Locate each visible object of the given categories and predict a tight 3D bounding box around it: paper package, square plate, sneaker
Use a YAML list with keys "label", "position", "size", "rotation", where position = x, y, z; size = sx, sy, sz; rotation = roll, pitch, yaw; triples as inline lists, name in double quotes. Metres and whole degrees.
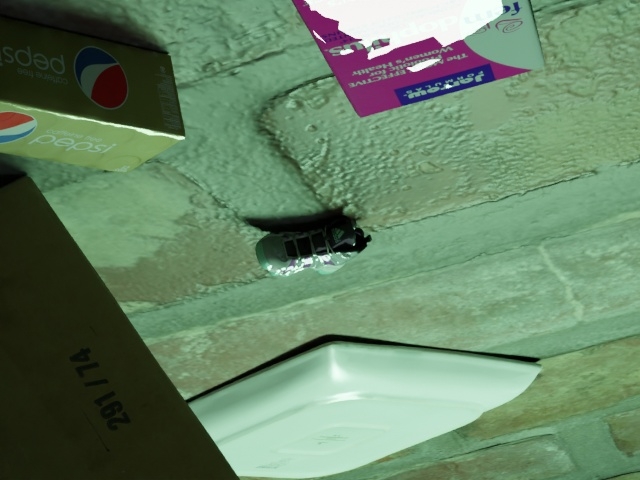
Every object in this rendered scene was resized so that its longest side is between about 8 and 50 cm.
- label: "paper package"
  position: [-0.238, 0.175, 1.314]
  size: [0.309, 0.325, 0.168]
  rotation: [-35, 178, -38]
- label: "square plate"
  position: [0.009, 0.191, 2.069]
  size: [0.344, 0.049, 0.347]
  rotation: [-27, 155, 37]
- label: "sneaker"
  position: [0.000, 0.000, 1.538]
  size: [0.069, 0.038, 0.098]
  rotation: [-29, 164, 38]

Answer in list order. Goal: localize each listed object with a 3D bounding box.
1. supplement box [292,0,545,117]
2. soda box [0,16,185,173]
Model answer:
- label: "supplement box"
  position: [0.039, -0.159, 0.984]
  size: [0.111, 0.114, 0.220]
  rotation: [-15, 163, 8]
- label: "soda box"
  position: [-0.168, -0.087, 1.150]
  size: [0.061, 0.058, 0.181]
  rotation: [-27, 155, 38]
